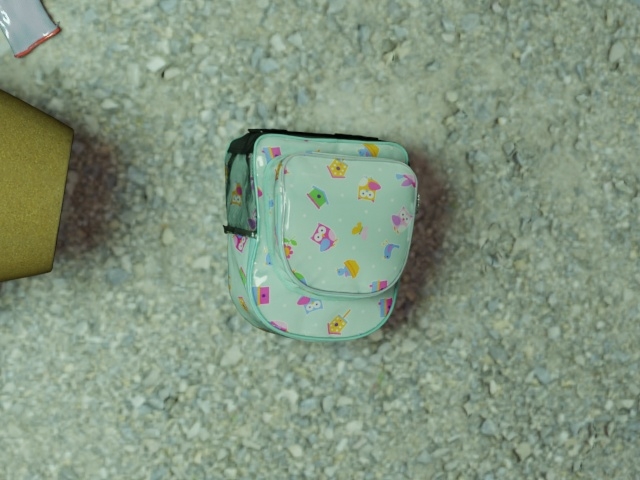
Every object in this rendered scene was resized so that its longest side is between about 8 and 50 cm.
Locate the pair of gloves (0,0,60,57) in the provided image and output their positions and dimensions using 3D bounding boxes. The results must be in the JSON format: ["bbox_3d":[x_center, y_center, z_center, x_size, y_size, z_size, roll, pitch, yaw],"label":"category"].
[{"bbox_3d":[-0.318,-0.214,1.529,0.198,0.023,0.159,-30,104,-12],"label":"pair of gloves"}]

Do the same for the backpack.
[{"bbox_3d":[0.000,0.000,1.592,0.166,0.144,0.188,3,97,-24],"label":"backpack"}]

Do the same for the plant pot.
[{"bbox_3d":[-0.330,-0.050,1.404,0.254,0.237,0.237,10,92,-7],"label":"plant pot"}]
